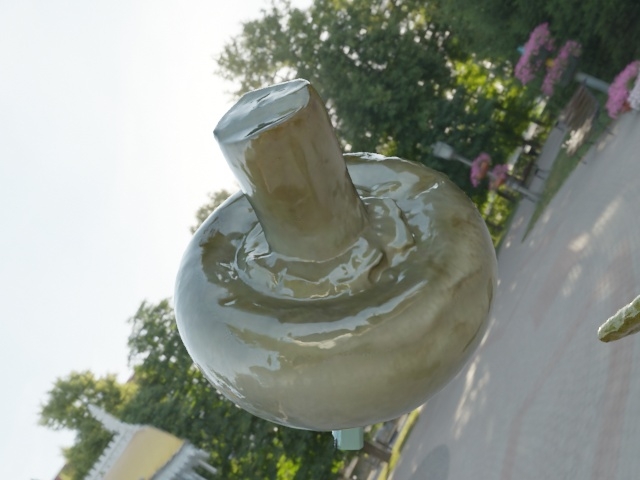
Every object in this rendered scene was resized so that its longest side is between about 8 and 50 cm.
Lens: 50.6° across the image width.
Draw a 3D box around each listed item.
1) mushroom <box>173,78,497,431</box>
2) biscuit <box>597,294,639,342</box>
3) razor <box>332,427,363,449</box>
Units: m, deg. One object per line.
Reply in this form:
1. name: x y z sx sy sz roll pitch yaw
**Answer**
1. mushroom: 0.000 0.000 0.414 0.207 0.207 0.215 -56 -38 -34
2. biscuit: 0.253 0.044 0.500 0.081 0.018 0.083 -10 -33 -37
3. razor: 0.023 0.075 0.682 0.111 0.056 0.278 -112 14 -81
